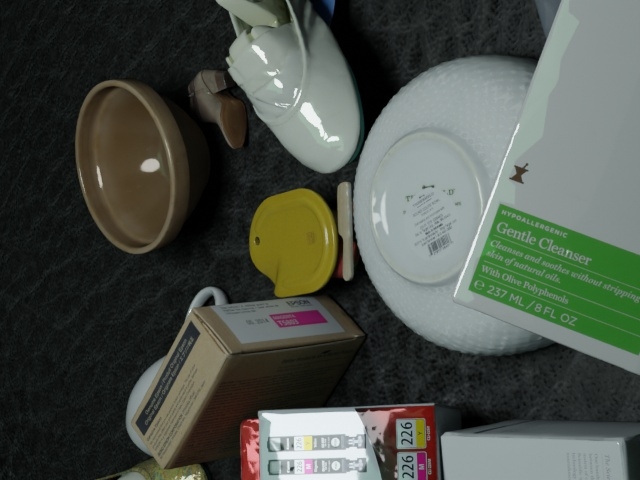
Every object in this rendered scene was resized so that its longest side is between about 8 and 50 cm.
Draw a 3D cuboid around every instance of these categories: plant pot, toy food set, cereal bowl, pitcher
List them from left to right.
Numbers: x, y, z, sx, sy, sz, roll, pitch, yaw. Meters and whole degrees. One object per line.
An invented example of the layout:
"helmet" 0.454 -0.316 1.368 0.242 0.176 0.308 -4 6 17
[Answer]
"plant pot" -0.226 -0.106 1.860 0.237 0.109 0.237 17 113 47
"pitcher" -0.175 0.178 1.844 0.207 0.125 0.178 -49 38 22
"toy food set" 0.000 0.000 1.675 0.218 0.071 0.128 -10 85 53
"cereal bowl" 0.157 -0.038 1.478 0.339 0.141 0.339 1 92 44

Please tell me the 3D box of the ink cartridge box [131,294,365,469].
"ink cartridge box" -0.086 0.168 1.659 0.088 0.234 0.193 48 122 32

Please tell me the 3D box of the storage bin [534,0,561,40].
"storage bin" 0.275 -0.251 1.390 0.135 0.098 0.091 -8 96 44

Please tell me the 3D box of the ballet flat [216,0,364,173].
"ballet flat" -0.066 -0.250 1.631 0.139 0.139 0.400 -43 51 37

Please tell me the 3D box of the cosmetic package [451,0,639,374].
"cosmetic package" 0.278 -0.086 1.264 0.197 0.155 0.366 20 99 13

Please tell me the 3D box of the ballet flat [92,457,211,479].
"ballet flat" -0.298 0.387 1.964 0.348 0.123 0.123 -22 76 43

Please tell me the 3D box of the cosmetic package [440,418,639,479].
"cosmetic package" 0.258 0.301 1.394 0.224 0.138 0.224 -5 88 46

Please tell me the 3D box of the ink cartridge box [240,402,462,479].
"ink cartridge box" 0.017 0.340 1.501 0.271 0.130 0.309 -5 79 18

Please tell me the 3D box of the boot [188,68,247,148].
"boot" -0.141 -0.173 1.839 0.087 0.042 0.118 -15 81 50

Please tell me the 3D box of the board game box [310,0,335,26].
"board game box" -0.028 -0.280 1.722 0.168 0.033 0.133 -6 75 47
